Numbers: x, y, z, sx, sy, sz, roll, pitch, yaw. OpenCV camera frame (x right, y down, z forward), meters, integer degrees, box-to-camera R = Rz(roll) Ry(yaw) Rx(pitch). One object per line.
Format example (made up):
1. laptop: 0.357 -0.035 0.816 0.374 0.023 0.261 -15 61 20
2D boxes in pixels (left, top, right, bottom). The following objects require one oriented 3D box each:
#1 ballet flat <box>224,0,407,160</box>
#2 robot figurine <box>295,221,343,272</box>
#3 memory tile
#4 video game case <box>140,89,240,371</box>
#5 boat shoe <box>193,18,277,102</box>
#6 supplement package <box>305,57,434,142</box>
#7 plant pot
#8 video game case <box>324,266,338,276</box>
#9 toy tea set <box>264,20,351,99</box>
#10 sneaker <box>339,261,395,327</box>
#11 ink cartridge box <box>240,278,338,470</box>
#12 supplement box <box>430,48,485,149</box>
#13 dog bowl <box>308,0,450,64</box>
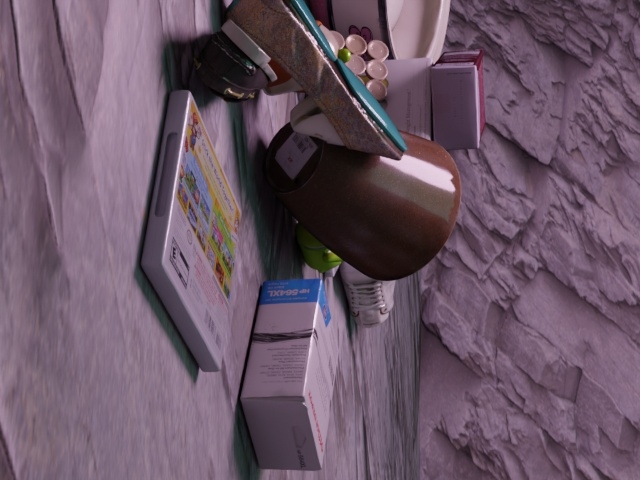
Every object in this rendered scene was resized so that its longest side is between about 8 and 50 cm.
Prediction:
1. ballet flat: -0.011 -0.196 1.533 0.316 0.106 0.107 51 14 -32
2. robot figurine: 0.000 0.000 1.860 0.115 0.067 0.101 72 -8 -52
3. memory tile: 0.034 -0.273 1.910 0.012 0.148 0.113 127 -32 -61
4. video game case: -0.129 -0.005 1.274 0.227 0.026 0.206 71 20 -56
5. boat shoe: -0.098 -0.190 1.358 0.068 0.081 0.228 -47 -179 1
6. supplement package: 0.084 -0.169 1.976 0.149 0.203 0.194 68 22 -61
7. plant pot: 0.039 -0.079 1.690 0.230 0.215 0.215 24 60 -44
8. video game case: 0.022 -0.028 2.121 0.157 0.019 0.143 -59 146 -71
9. toy tea set: -0.028 -0.343 1.597 0.200 0.124 0.336 -80 165 -48
10. sneaker: 0.097 0.095 2.271 0.290 0.106 0.123 45 42 -77
11. ink cartridge box: -0.036 0.171 1.582 0.203 0.086 0.148 -79 164 -46
12. supplement box: 0.222 -0.228 1.968 0.239 0.073 0.130 -52 140 -72
13. dog bowl: 0.103 -0.463 2.106 0.408 0.150 0.408 4 90 -70
